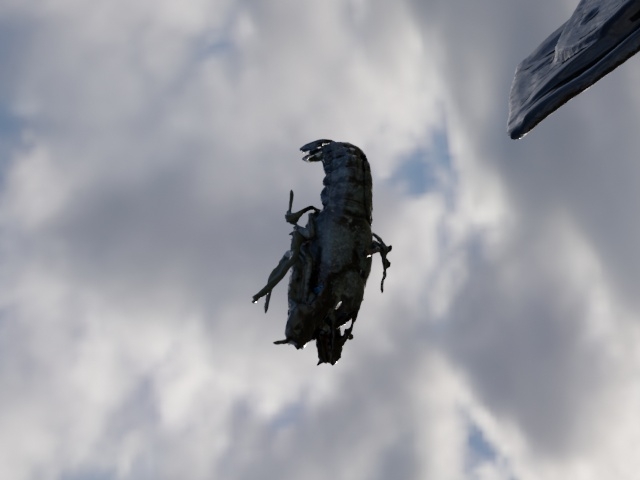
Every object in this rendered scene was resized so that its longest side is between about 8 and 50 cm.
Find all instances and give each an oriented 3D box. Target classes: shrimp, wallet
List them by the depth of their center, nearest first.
[{"bbox_3d":[0.240,-0.189,1.143,0.041,0.323,0.247,49,-165,-10],"label":"wallet"},{"bbox_3d":[0.002,-0.003,1.196,0.082,0.076,0.174,22,-127,-22],"label":"shrimp"}]
